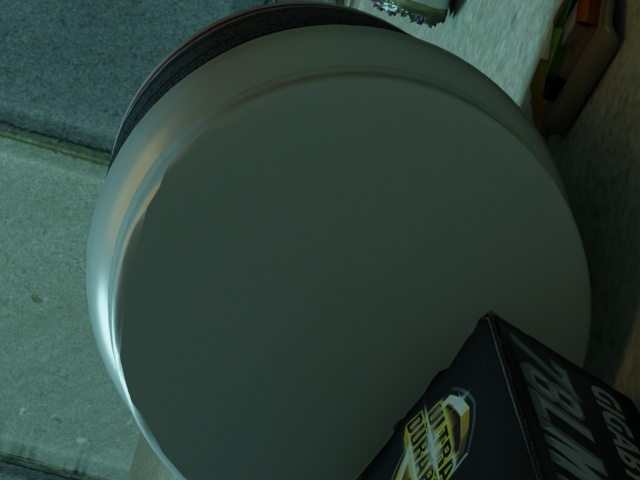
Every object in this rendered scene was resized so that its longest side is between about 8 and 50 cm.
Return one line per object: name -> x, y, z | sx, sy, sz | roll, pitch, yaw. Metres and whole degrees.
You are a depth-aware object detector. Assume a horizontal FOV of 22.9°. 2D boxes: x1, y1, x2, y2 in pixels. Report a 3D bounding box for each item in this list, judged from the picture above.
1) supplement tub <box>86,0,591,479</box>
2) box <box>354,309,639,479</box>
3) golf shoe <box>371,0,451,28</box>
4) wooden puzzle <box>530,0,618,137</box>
supplement tub -> 0.000, 0.000, 0.672 | 0.272, 0.191, 0.191 | -112, 39, -78
box -> 0.003, 0.202, 0.431 | 0.293, 0.073, 0.295 | -53, 16, 16
golf shoe -> 0.064, -0.209, 1.071 | 0.186, 0.067, 0.086 | -87, 16, -58
wooden puzzle -> 0.114, -0.092, 0.699 | 0.078, 0.014, 0.116 | -83, 12, -46
